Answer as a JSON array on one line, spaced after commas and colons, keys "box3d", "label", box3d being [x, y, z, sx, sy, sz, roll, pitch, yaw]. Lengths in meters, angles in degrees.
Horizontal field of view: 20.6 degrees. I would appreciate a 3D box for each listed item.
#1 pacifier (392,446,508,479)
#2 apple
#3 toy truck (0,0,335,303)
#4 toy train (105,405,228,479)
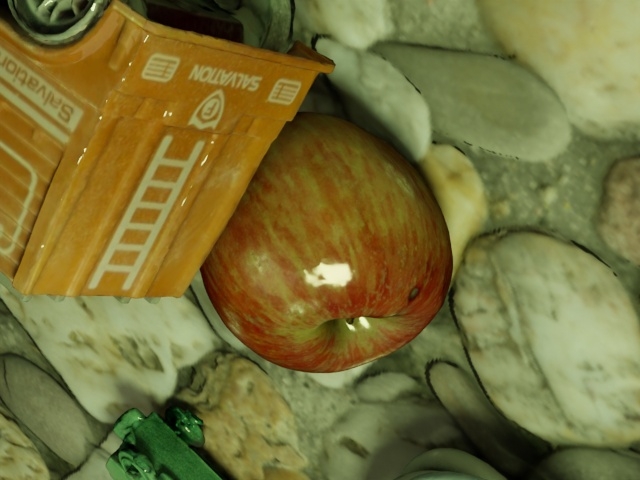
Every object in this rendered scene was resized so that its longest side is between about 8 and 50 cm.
[{"box3d": [0.080, 0.283, 1.103, 0.244, 0.233, 0.299, 29, 138, 29], "label": "pacifier"}, {"box3d": [0.000, 0.000, 1.010, 0.131, 0.146, 0.146, 67, 151, 26], "label": "apple"}, {"box3d": [-0.202, -0.130, 0.982, 0.387, 0.173, 0.207, 36, 107, 29], "label": "toy truck"}, {"box3d": [-0.094, 0.199, 1.347, 0.172, 0.070, 0.099, 45, 154, 6], "label": "toy train"}]
